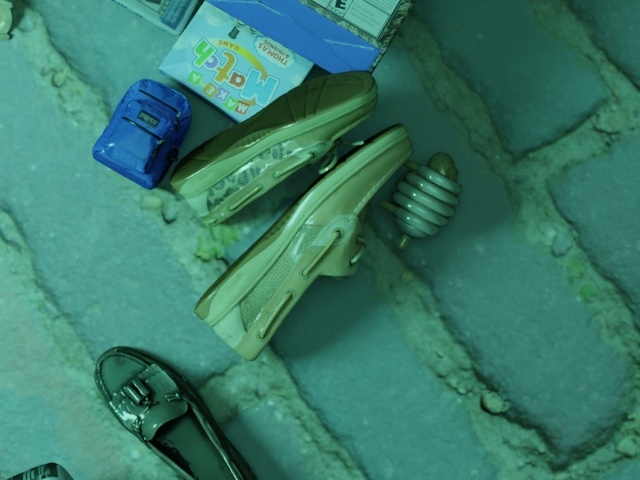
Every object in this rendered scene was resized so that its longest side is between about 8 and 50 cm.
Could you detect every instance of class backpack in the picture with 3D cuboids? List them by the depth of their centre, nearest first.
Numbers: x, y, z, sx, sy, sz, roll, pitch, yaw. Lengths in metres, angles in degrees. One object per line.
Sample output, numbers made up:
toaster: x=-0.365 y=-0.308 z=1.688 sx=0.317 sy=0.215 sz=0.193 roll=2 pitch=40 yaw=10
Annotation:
backpack: x=-0.209 y=-0.135 z=1.887 sx=0.098 sy=0.101 sz=0.120 roll=31 pitch=80 yaw=-8

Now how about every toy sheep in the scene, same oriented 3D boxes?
toy sheep: x=0.127 y=-0.048 z=1.912 sx=0.091 sy=0.091 sz=0.132 roll=26 pitch=98 yaw=-1

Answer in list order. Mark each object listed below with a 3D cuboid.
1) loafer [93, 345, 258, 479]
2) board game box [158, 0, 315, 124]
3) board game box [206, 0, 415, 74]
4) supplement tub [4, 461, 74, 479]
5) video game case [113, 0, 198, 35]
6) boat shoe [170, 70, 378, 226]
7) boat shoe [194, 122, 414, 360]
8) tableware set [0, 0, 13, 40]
loafer: x=-0.169 y=0.229 z=1.864 sx=0.096 sy=0.084 sz=0.267 roll=-44 pitch=89 yaw=-6
board game box: x=-0.078 y=-0.255 z=1.936 sx=0.160 sy=0.039 sz=0.211 roll=33 pitch=85 yaw=-1
board game box: x=0.031 y=-0.375 z=1.873 sx=0.232 sy=0.141 sz=0.291 roll=31 pitch=72 yaw=-2
supplement tub: x=-0.415 y=0.409 z=1.771 sx=0.338 sy=0.207 sz=0.207 roll=-24 pitch=87 yaw=-5
video game case: x=-0.228 y=-0.466 z=1.895 sx=0.300 sy=0.036 sz=0.329 roll=29 pitch=84 yaw=-22
boat shoe: x=-0.044 y=-0.113 z=1.866 sx=0.285 sy=0.104 sz=0.089 roll=-25 pitch=116 yaw=23
boat shoe: x=0.000 y=0.000 z=1.886 sx=0.341 sy=0.121 sz=0.110 roll=-45 pitch=94 yaw=4
tableware set: x=-0.433 y=-0.319 z=1.881 sx=0.141 sy=0.020 sz=0.168 roll=9 pitch=112 yaw=-22
